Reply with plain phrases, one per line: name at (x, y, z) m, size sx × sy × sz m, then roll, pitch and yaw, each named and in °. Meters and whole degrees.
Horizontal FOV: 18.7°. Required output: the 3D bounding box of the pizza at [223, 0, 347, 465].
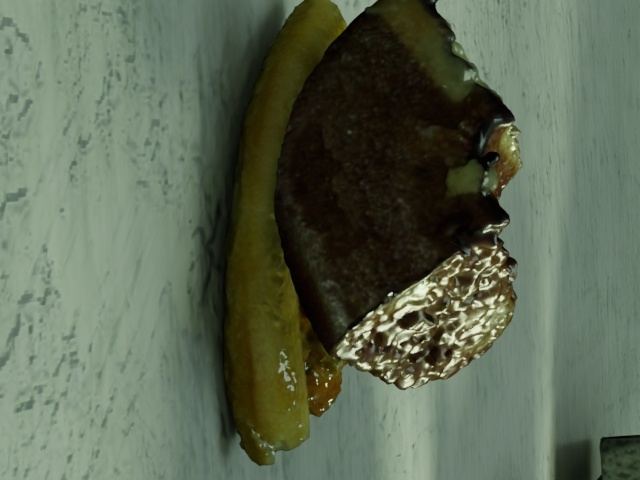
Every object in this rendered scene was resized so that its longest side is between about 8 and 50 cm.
pizza at (0.000, 0.000, 1.137) m, size 0.197 × 0.058 × 0.292 m, roll 53°, pitch 40°, yaw -59°

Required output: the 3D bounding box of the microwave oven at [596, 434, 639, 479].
microwave oven at (0.426, 0.400, 1.884) m, size 0.236 × 0.374 × 0.432 m, roll 30°, pitch 56°, yaw -79°

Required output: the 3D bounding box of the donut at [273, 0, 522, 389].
donut at (0.048, -0.029, 1.055) m, size 0.126 × 0.144 × 0.186 m, roll 44°, pitch 18°, yaw -53°
